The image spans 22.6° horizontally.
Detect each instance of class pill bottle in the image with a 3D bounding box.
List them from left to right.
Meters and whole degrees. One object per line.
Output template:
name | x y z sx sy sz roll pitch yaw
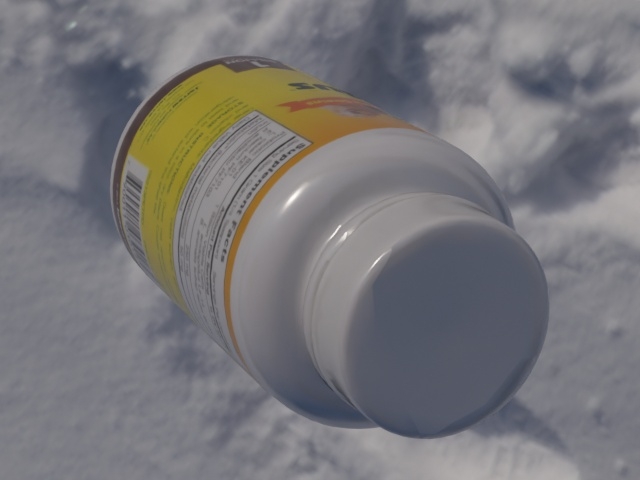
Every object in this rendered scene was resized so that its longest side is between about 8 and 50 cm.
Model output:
pill bottle | 0.000 0.000 0.642 0.215 0.117 0.117 35 145 59
